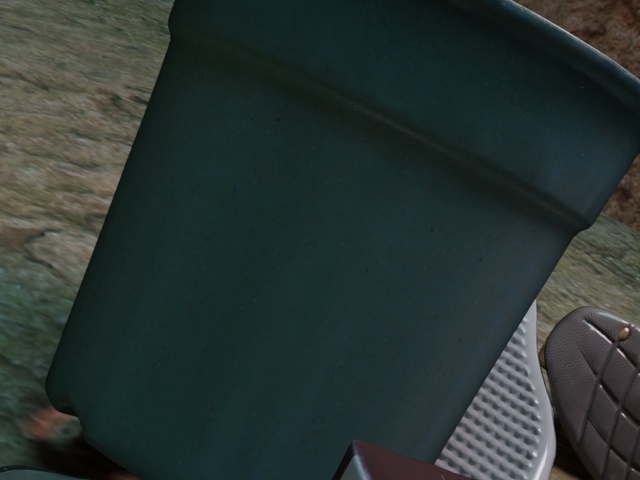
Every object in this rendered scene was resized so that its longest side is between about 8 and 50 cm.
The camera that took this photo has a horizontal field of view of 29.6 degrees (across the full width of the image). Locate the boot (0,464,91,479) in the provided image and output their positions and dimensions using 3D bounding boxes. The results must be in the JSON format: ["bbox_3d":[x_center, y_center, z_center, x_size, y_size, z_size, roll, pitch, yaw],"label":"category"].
[{"bbox_3d":[-0.162,0.161,0.612,0.246,0.084,0.161,21,5,-25],"label":"boot"}]

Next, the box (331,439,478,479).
[{"bbox_3d":[0.083,0.229,0.566,0.203,0.169,0.167,20,17,-19],"label":"box"}]

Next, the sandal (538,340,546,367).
[{"bbox_3d":[0.383,0.166,1.449,0.240,0.079,0.088,28,15,8],"label":"sandal"}]

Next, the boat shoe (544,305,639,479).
[{"bbox_3d":[0.297,0.195,1.046,0.324,0.123,0.116,54,-2,-3],"label":"boat shoe"}]

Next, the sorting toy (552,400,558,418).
[{"bbox_3d":[0.345,0.196,1.286,0.229,0.041,0.307,37,20,2],"label":"sorting toy"}]

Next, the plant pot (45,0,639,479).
[{"bbox_3d":[0.000,0.000,0.805,0.341,0.334,0.341,26,3,-2],"label":"plant pot"}]

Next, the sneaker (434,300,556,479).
[{"bbox_3d":[0.127,0.157,0.976,0.126,0.128,0.321,6,37,12],"label":"sneaker"}]
